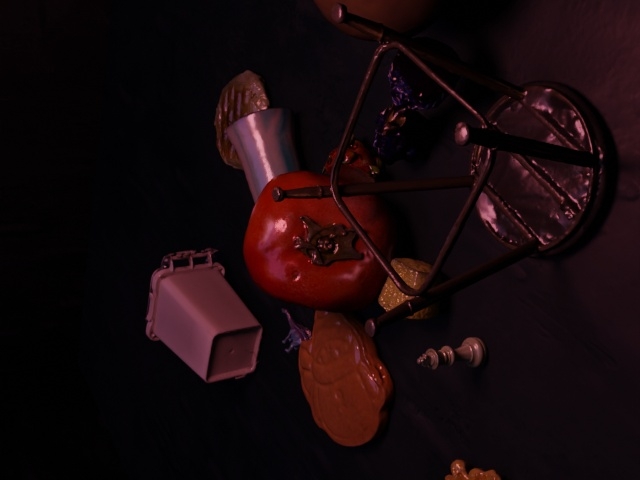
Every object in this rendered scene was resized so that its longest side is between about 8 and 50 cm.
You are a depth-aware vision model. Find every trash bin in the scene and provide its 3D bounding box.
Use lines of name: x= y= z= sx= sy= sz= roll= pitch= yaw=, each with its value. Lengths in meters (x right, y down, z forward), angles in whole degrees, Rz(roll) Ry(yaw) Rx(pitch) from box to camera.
trash bin: x=-0.343 y=0.227 z=2.456 sx=0.367 sy=0.255 sz=0.296 roll=38 pitch=123 yaw=44

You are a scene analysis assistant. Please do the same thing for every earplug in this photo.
earplug: x=-0.109 y=-0.159 z=2.108 sx=0.185 sy=0.185 sz=0.324 roll=-32 pitch=73 yaw=55

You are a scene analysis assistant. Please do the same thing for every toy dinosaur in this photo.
toy dinosaur: x=-0.058 y=0.261 z=2.157 sx=0.080 sy=0.045 sz=0.197 roll=-53 pitch=57 yaw=29

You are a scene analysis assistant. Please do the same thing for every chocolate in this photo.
chocolate: x=0.164 y=-0.245 z=1.592 sx=0.126 sy=0.148 sz=0.343 roll=39 pitch=156 yaw=9

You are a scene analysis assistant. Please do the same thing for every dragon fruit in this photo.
dragon fruit: x=0.068 y=-0.176 z=1.841 sx=0.138 sy=0.142 sz=0.175 roll=71 pitch=-165 yaw=-52

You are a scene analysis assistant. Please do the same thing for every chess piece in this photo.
chess piece: x=0.244 y=0.221 z=1.557 sx=0.059 sy=0.149 sz=0.059 roll=15 pitch=108 yaw=59

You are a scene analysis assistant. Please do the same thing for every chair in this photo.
chair: x=0.219 y=-0.115 z=1.313 sx=0.365 sy=0.410 sz=0.362 roll=55 pitch=136 yaw=41

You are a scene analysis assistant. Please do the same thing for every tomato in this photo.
tomato: x=0.000 y=0.000 z=1.761 sx=0.290 sy=0.325 sz=0.293 roll=-175 pitch=92 yaw=-86

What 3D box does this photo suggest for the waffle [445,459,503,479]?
waffle: x=0.321 y=0.583 z=1.554 sx=0.312 sy=0.060 sz=0.307 roll=24 pitch=114 yaw=58

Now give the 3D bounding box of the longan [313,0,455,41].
longan: x=0.127 y=-0.556 z=1.468 sx=0.404 sy=0.336 sz=0.405 roll=-13 pitch=60 yaw=24

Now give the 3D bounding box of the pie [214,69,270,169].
pie: x=-0.227 y=-0.338 z=2.362 sx=0.306 sy=0.071 sz=0.306 roll=13 pitch=105 yaw=59

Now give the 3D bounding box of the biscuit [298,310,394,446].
biscuit: x=0.045 y=0.325 z=1.971 sx=0.312 sy=0.057 sz=0.351 roll=-50 pitch=54 yaw=44

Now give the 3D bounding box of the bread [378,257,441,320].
bread: x=0.191 y=0.103 z=1.672 sx=0.129 sy=0.111 sz=0.114 roll=26 pitch=111 yaw=49
